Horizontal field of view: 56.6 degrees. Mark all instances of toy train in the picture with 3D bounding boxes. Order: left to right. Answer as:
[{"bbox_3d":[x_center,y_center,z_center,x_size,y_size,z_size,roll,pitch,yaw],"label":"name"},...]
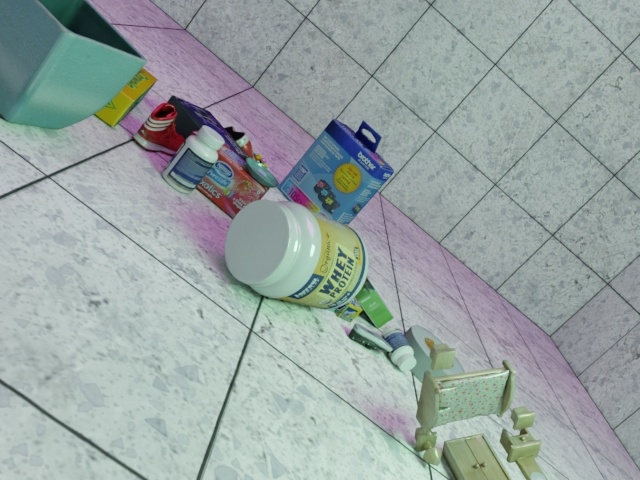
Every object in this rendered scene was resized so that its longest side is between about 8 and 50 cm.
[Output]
[{"bbox_3d":[-0.224,-0.257,2.124,0.166,0.046,0.125,43,-23,36],"label":"toy train"}]

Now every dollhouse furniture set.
[{"bbox_3d":[0.378,0.388,1.254,0.303,0.356,0.174,-6,32,-14],"label":"dollhouse furniture set"}]

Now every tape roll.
[{"bbox_3d":[0.328,0.354,1.764,0.219,0.072,0.219,38,17,-14],"label":"tape roll"}]

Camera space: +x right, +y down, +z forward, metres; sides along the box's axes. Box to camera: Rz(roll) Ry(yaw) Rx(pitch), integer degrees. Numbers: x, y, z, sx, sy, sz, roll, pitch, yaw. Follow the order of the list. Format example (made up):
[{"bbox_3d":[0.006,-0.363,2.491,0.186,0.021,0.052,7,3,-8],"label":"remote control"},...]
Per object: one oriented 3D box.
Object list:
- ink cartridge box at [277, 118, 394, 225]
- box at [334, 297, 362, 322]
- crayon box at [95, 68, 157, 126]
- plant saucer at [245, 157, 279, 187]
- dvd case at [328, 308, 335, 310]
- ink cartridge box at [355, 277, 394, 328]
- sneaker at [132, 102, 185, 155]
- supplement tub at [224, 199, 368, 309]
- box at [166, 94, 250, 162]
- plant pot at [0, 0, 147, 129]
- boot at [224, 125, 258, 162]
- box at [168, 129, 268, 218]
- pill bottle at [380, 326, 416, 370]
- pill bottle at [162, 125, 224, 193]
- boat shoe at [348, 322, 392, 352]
[{"bbox_3d":[0.073,-0.246,2.156,0.270,0.395,0.151,46,17,18],"label":"ink cartridge box"},{"bbox_3d":[0.052,0.150,1.686,0.059,0.054,0.169,28,20,-39],"label":"box"},{"bbox_3d":[-0.639,-0.487,1.652,0.313,0.106,0.363,36,17,-19],"label":"crayon box"},{"bbox_3d":[-0.167,-0.185,1.663,0.119,0.021,0.119,40,15,-13],"label":"plant saucer"},{"bbox_3d":[-0.015,0.143,1.624,0.087,0.013,0.119,20,28,-52],"label":"dvd case"},{"bbox_3d":[0.131,0.153,1.730,0.209,0.062,0.109,55,3,-42],"label":"ink cartridge box"},{"bbox_3d":[-0.419,-0.312,1.666,0.087,0.128,0.221,43,16,4],"label":"sneaker"},{"bbox_3d":[-0.052,0.036,1.426,0.316,0.228,0.228,20,26,-52],"label":"supplement tub"},{"bbox_3d":[-0.367,-0.319,1.865,0.261,0.103,0.184,49,20,24],"label":"box"},{"bbox_3d":[-0.577,-0.378,1.243,0.248,0.252,0.247,45,17,12],"label":"plant pot"},{"bbox_3d":[-0.286,-0.298,2.062,0.244,0.088,0.176,33,-25,54],"label":"boot"},{"bbox_3d":[-0.278,-0.186,1.673,0.257,0.123,0.128,40,15,-5],"label":"box"},{"bbox_3d":[0.217,0.302,1.647,0.067,0.067,0.120,29,20,-38],"label":"pill bottle"},{"bbox_3d":[-0.326,-0.212,1.543,0.094,0.169,0.094,38,17,-13],"label":"pill bottle"},{"bbox_3d":[0.133,0.268,1.591,0.142,0.040,0.049,34,9,-26],"label":"boat shoe"}]
